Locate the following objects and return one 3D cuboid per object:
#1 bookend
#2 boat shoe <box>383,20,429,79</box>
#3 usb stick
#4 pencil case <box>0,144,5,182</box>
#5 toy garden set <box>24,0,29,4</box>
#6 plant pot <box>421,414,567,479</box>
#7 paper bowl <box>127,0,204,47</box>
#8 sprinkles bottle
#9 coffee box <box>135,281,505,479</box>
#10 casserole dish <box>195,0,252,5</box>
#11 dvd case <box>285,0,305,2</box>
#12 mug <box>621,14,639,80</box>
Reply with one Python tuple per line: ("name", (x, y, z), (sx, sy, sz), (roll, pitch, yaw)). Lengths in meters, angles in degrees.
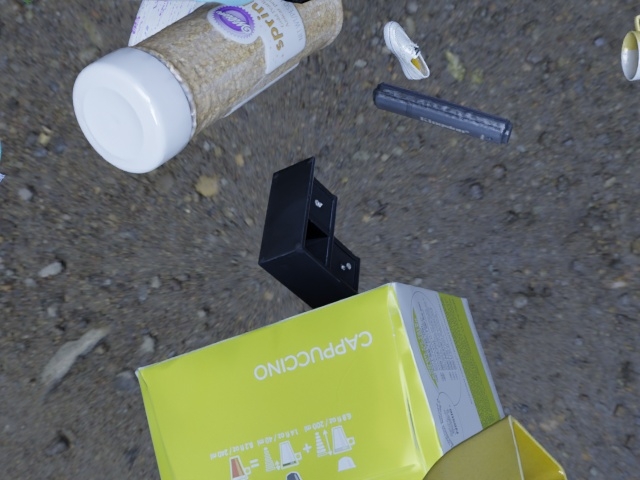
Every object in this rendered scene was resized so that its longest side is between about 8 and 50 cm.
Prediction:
("bookend", (0.000, 0.000, 1.272), (0.072, 0.157, 0.156), (-20, 45, 31))
("boat shoe", (0.122, -0.263, 1.301), (0.035, 0.035, 0.100), (-55, 131, -26))
("usb stick", (0.235, -0.246, 1.827), (0.278, 0.077, 0.045), (18, 73, 11))
("pencil case", (-0.369, -0.084, 0.860), (0.064, 0.151, 0.070), (43, 113, 32))
("toy garden set", (-0.328, -0.428, 1.227), (0.049, 0.204, 0.244), (37, 87, -19))
("plant pot", (0.105, 0.173, 0.579), (0.083, 0.081, 0.081), (-29, 129, 22))
("paper bowl", (-0.234, -0.357, 1.665), (0.148, 0.284, 0.284), (21, 87, -1))
("sprinkles bottle", (-0.112, -0.206, 1.048), (0.121, 0.121, 0.355), (46, 47, 0))
("coffee box", (0.034, 0.265, 1.138), (0.337, 0.334, 0.338), (-20, 76, 20))
("casserole dish", (-0.101, -0.230, 0.597), (0.188, 0.114, 0.037), (44, 61, -28))
("dvd case", (-0.006, -0.359, 0.925), (0.029, 0.179, 0.239), (7, 101, -7))
("mug", (0.425, -0.244, 1.194), (0.064, 0.062, 0.078), (-3, 118, -2))
